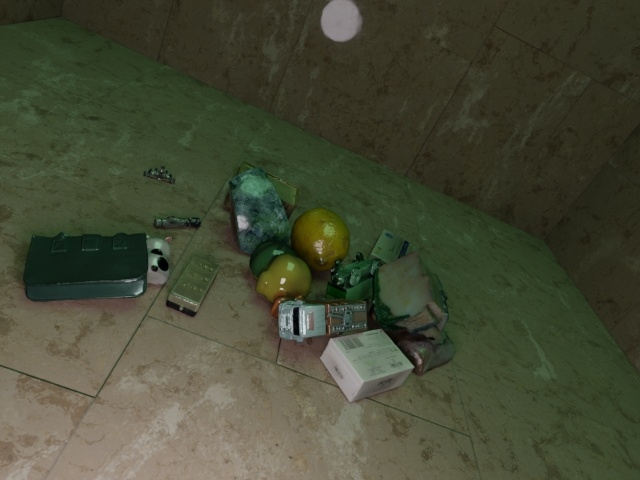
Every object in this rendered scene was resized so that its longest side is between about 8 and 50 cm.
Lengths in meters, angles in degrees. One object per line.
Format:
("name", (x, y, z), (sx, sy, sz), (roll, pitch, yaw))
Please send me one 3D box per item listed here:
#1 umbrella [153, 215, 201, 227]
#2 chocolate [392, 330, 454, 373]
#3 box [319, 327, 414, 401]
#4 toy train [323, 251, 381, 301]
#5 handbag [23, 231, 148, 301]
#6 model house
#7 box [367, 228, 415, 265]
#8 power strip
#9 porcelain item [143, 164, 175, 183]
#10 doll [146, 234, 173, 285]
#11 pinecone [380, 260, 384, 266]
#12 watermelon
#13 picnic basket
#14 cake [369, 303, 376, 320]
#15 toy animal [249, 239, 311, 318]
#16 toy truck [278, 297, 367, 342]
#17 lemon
("umbrella", (-0.562, -0.076, 1.872), (0.188, 0.050, 0.046), (-1, 17, -42))
("chocolate", (0.425, 0.411, 1.891), (0.303, 0.100, 0.185), (-3, 38, -49))
("box", (0.159, 0.417, 1.621), (0.261, 0.111, 0.194), (2, 36, -41))
("toy train", (0.134, 0.167, 1.922), (0.120, 0.202, 0.301), (23, 22, 30))
("handbag", (-0.685, 0.070, 1.409), (0.327, 0.089, 0.238), (-2, 41, -20))
("model house", (0.375, 0.249, 1.835), (0.284, 0.243, 0.298), (41, 33, -33))
("box", (0.365, 0.068, 2.431), (0.200, 0.065, 0.343), (30, 28, 5))
("power strip", (-0.425, 0.150, 1.596), (0.105, 0.070, 0.256), (24, 29, -7))
("porcelain item", (-0.703, -0.301, 2.093), (0.136, 0.075, 0.021), (15, 32, -24))
("doll", (-0.554, 0.066, 1.584), (0.111, 0.106, 0.180), (13, 34, -24))
("pinecone", (0.247, 0.135, 2.168), (0.102, 0.109, 0.102), (19, 28, -11))
("watermelon", (-0.283, -0.098, 2.000), (0.229, 0.386, 0.258), (-19, 9, -24))
("picnic basket", (-0.278, -0.202, 2.208), (0.313, 0.175, 0.228), (25, 27, -13))
("cake", (0.298, 0.244, 2.006), (0.112, 0.135, 0.246), (33, 29, 7))
("toy animal", (-0.136, 0.129, 1.750), (0.216, 0.191, 0.338), (20, 28, -41))
("toy truck", (0.016, 0.263, 1.602), (0.306, 0.136, 0.162), (3, -7, -43))
("lemon", (0.000, 0.000, 2.021), (0.258, 0.257, 0.310), (17, 28, -19))
